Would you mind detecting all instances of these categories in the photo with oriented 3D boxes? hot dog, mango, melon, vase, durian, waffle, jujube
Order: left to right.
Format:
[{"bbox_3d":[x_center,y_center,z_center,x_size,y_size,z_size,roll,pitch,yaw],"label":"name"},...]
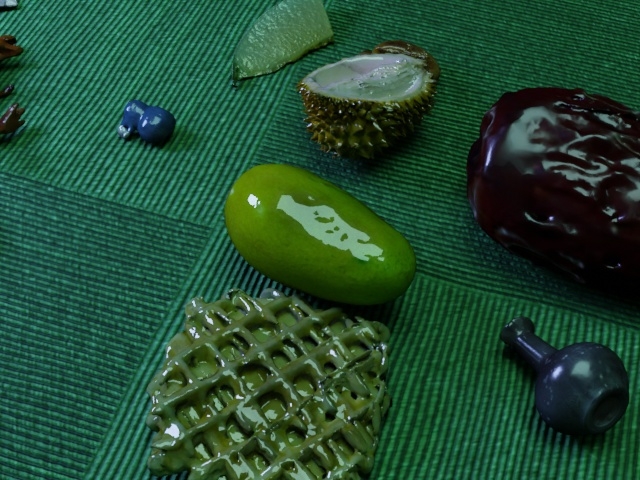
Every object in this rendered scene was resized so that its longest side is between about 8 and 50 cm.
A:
[{"bbox_3d":[-0.060,0.183,1.334,0.297,0.073,0.317,9,46,3],"label":"waffle"},{"bbox_3d":[-0.068,-0.326,1.847,0.114,0.053,0.262,42,59,8],"label":"melon"},{"bbox_3d":[-0.001,-0.001,1.450,0.273,0.149,0.185,27,5,11],"label":"mango"},{"bbox_3d":[0.069,-0.204,1.672,0.250,0.138,0.183,-32,22,-34],"label":"durian"},{"bbox_3d":[0.127,-0.285,1.805,0.140,0.060,0.090,15,43,1],"label":"hot dog"},{"bbox_3d":[0.293,0.160,1.366,0.120,0.120,0.183,-22,38,-23],"label":"vase"},{"bbox_3d":[0.368,-0.070,1.505,0.377,0.258,0.258,21,49,22],"label":"jujube"}]

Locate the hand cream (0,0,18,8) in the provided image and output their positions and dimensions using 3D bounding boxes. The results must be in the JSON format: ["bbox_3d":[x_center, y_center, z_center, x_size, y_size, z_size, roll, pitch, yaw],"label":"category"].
[{"bbox_3d":[-0.569,-0.448,1.916,0.061,0.039,0.143,-12,54,-19],"label":"hand cream"}]

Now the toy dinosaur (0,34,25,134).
[{"bbox_3d":[-0.562,-0.195,1.638,0.208,0.097,0.432,19,45,26],"label":"toy dinosaur"}]

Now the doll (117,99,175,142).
[{"bbox_3d":[-0.264,-0.178,1.676,0.083,0.050,0.076,23,54,14],"label":"doll"}]
